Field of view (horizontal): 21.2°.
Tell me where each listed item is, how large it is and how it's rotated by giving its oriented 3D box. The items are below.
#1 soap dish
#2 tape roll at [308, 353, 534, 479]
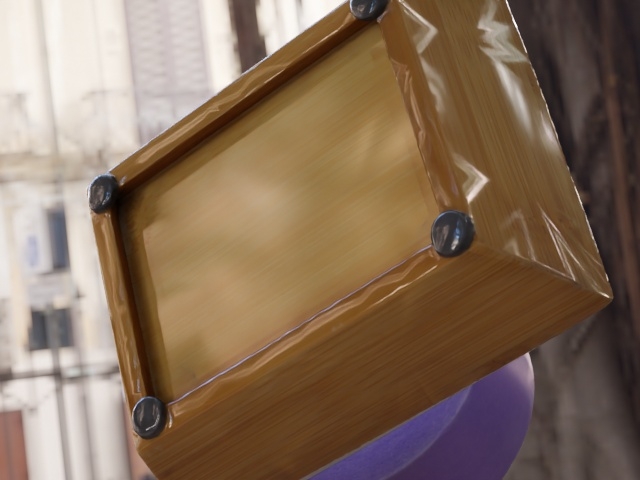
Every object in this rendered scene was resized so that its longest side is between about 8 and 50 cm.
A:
[{"bbox_3d":[0.000,0.000,0.967,0.291,0.229,0.118,-33,-36,26],"label":"soap dish"},{"bbox_3d":[0.036,0.096,1.101,0.189,0.189,0.080,-11,-36,29],"label":"tape roll"}]
